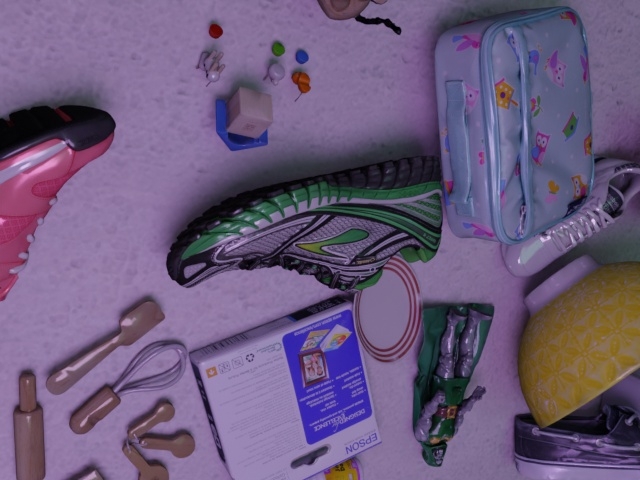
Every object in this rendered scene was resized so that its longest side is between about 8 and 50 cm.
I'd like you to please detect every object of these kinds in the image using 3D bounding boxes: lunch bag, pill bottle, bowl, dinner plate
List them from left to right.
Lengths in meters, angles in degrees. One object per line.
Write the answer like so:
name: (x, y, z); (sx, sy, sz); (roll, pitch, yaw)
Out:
pill bottle: (0.012, 0.312, 0.935); (0.083, 0.043, 0.043); (-3, 103, -26)
dinner plate: (0.085, 0.088, 0.913); (0.141, 0.017, 0.141); (2, 87, -47)
lunch bag: (0.240, -0.135, 0.874); (0.224, 0.108, 0.279); (-24, 112, -39)
bowl: (0.375, 0.112, 0.982); (0.290, 0.289, 0.156); (-28, 69, -18)

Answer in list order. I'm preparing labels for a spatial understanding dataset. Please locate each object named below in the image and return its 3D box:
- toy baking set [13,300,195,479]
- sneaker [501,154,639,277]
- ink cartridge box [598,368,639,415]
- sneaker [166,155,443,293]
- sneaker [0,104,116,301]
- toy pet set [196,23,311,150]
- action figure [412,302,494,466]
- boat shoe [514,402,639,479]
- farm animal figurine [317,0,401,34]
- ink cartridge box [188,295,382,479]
toy baking set: (-0.241, 0.195, 0.798); (0.197, 0.030, 0.256); (-9, 106, -27)
sneaker: (0.352, -0.034, 0.990); (0.235, 0.095, 0.090); (-43, 118, -9)
ink cartridge box: (0.572, 0.291, 1.172); (0.220, 0.093, 0.160); (2, 101, -26)
sneaker: (0.000, 0.000, 0.793); (0.344, 0.134, 0.146); (-13, 96, -23)
sneaker: (-0.319, -0.014, 0.679); (0.314, 0.116, 0.136); (-34, 125, -8)
toy pet set: (-0.078, -0.160, 0.786); (0.122, 0.065, 0.114); (10, 63, -30)
action figure: (0.177, 0.205, 0.984); (0.137, 0.063, 0.232); (3, 105, -31)
boat shoe: (0.440, 0.292, 1.049); (0.302, 0.108, 0.102); (-3, 93, 15)
farm animal figurine: (-0.003, -0.415, 0.700); (0.327, 0.172, 0.330); (23, 100, -16)
ink cartridge box: (-0.036, 0.199, 0.884); (0.206, 0.045, 0.208); (-19, 108, -22)
